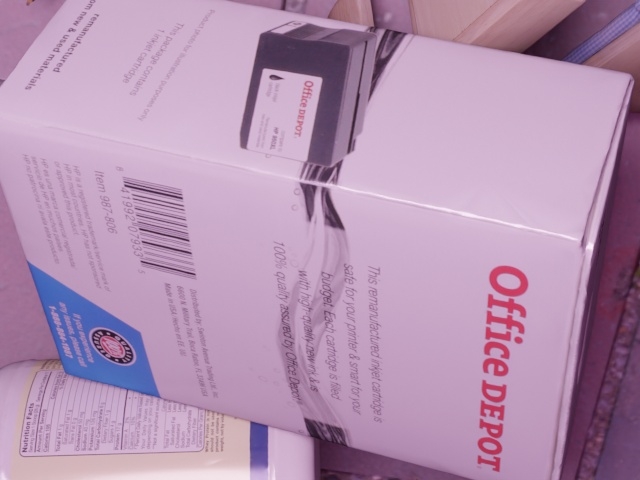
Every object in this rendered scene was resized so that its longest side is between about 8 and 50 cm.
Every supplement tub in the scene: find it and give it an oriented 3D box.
[{"bbox_3d":[-0.163,0.213,1.105,0.325,0.235,0.235,-3,115,1],"label":"supplement tub"}]

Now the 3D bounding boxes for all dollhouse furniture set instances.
[{"bbox_3d":[0.196,-0.195,1.005,0.303,0.198,0.286,4,158,-28],"label":"dollhouse furniture set"}]

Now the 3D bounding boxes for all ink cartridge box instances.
[{"bbox_3d":[0.000,0.000,0.935,0.395,0.166,0.285,13,141,15],"label":"ink cartridge box"}]

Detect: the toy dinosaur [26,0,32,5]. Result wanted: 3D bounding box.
[{"bbox_3d":[-0.157,-0.205,1.000,0.112,0.064,0.211,16,141,-4],"label":"toy dinosaur"}]
